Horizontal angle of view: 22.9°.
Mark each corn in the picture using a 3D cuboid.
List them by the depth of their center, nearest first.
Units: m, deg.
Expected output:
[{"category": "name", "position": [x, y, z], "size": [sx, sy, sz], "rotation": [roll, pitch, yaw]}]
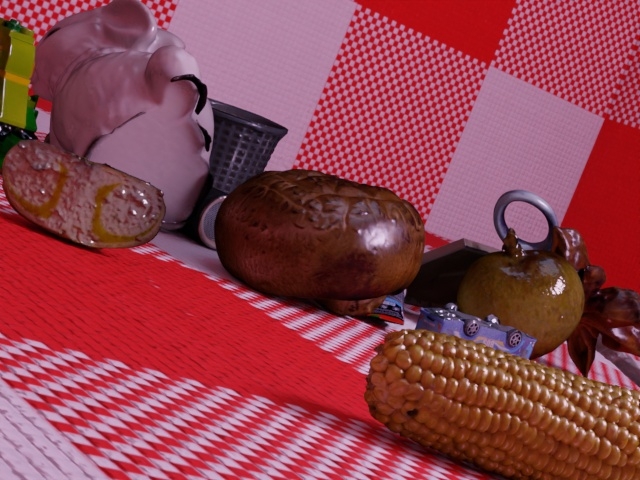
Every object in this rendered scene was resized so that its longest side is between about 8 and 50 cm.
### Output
[{"category": "corn", "position": [0.162, 0.141, 1.193], "size": [0.293, 0.106, 0.106], "rotation": [18, 5, -16]}]

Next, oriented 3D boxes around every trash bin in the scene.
[{"category": "trash bin", "position": [-0.152, -0.118, 2.331], "size": [0.175, 0.161, 0.175], "rotation": [18, 6, -2]}]

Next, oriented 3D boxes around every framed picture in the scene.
[{"category": "framed picture", "position": [0.176, 0.050, 2.123], "size": [0.184, 0.016, 0.250], "rotation": [-22, -20, 30]}]

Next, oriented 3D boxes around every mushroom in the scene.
[{"category": "mushroom", "position": [0.000, 0.000, 1.774], "size": [0.253, 0.153, 0.253], "rotation": [12, 3, -1]}]

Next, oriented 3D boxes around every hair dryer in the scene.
[{"category": "hair dryer", "position": [-0.095, -0.008, 2.024], "size": [0.255, 0.070, 0.128], "rotation": [28, -1, -43]}]

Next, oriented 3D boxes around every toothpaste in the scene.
[{"category": "toothpaste", "position": [0.071, 0.075, 1.890], "size": [0.071, 0.045, 0.193], "rotation": [14, 10, 4]}]

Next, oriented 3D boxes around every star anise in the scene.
[{"category": "star anise", "position": [0.352, 0.089, 2.102], "size": [0.196, 0.212, 0.111], "rotation": [29, 33, 28]}]

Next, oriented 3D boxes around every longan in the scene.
[{"category": "longan", "position": [0.253, 0.068, 2.001], "size": [0.155, 0.176, 0.145], "rotation": [-17, 24, -32]}]

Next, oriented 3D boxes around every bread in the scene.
[{"category": "bread", "position": [-0.238, -0.044, 1.524], "size": [0.157, 0.083, 0.094], "rotation": [22, 1, -28]}]

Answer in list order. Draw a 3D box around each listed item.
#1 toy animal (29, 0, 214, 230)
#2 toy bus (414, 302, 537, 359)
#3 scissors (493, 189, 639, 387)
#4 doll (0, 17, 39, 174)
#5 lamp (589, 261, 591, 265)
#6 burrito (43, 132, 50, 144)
[{"category": "toy animal", "position": [-0.250, -0.185, 1.947], "size": [0.194, 0.258, 0.357], "rotation": [28, 22, -38]}, {"category": "toy bus", "position": [0.173, 0.112, 1.778], "size": [0.153, 0.061, 0.051], "rotation": [17, 8, -38]}, {"category": "scissors", "position": [0.357, 0.097, 2.234], "size": [0.383, 0.256, 0.029], "rotation": [32, 39, -6]}, {"category": "doll", "position": [-0.371, -0.164, 1.800], "size": [0.134, 0.186, 0.106], "rotation": [-11, -16, 36]}, {"category": "lamp", "position": [0.352, 0.082, 2.438], "size": [0.161, 0.161, 0.185], "rotation": [23, 4, 15]}, {"category": "burrito", "position": [-0.255, -0.100, 2.122], "size": [0.229, 0.089, 0.144], "rotation": [20, 7, -2]}]
